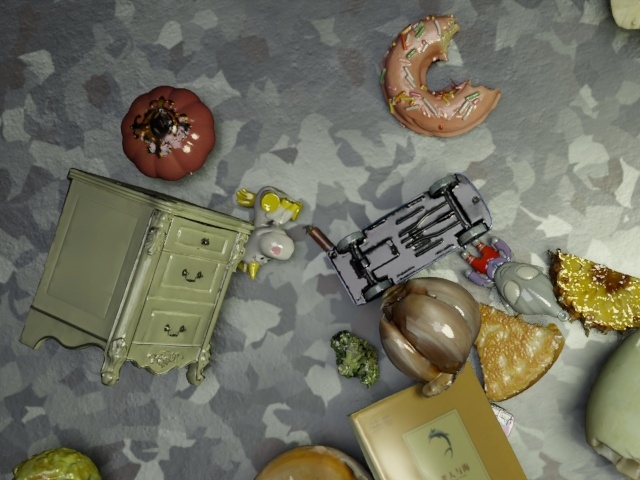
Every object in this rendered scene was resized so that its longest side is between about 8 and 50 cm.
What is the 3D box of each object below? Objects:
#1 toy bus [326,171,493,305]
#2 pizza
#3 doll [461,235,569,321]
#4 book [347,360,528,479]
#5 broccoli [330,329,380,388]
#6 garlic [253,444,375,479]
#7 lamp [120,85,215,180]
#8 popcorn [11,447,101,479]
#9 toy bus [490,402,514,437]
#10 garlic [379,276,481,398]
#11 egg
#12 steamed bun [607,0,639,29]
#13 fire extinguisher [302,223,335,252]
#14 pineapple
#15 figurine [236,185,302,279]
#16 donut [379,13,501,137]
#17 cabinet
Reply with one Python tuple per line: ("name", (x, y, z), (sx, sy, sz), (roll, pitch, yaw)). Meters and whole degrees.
("toy bus", (0.167, 0.001, 1.816), (0.292, 0.133, 0.125), (-31, 79, 5))
("pizza", (0.332, 0.180, 1.827), (0.188, 0.062, 0.199), (-41, 75, 15))
("doll", (0.356, 0.077, 1.809), (0.227, 0.075, 0.102), (41, 91, 28))
("book", (0.238, 0.427, 1.726), (0.269, 0.032, 0.388), (-18, 76, -27))
("broccoli", (0.061, 0.217, 1.832), (0.095, 0.092, 0.097), (4, 102, 25))
("garlic", (-0.011, 0.527, 1.756), (0.313, 0.249, 0.286), (-34, 104, 7))
("lamp", (-0.287, -0.202, 1.866), (0.182, 0.140, 0.182), (-1, 85, 9))
("popcorn", (-0.496, 0.482, 1.825), (0.212, 0.198, 0.198), (-32, 83, 36))
("toy bus", (0.291, 0.314, 1.832), (0.131, 0.037, 0.052), (25, 84, 7))
("garlic", (0.205, 0.140, 1.740), (0.160, 0.214, 0.191), (-24, 105, 40))
("egg", (0.617, 0.264, 1.687), (0.278, 0.278, 0.336), (35, 86, 6))
("steamed bun", (0.690, -0.478, 1.740), (0.347, 0.394, 0.237), (5, 56, 42))
("fire extinguisher", (0.000, 0.000, 1.886), (0.083, 0.022, 0.028), (46, 121, 6))
("pineapple", (0.502, 0.111, 1.806), (0.233, 0.079, 0.135), (22, 90, 6))
("figurine", (-0.103, -0.014, 1.870), (0.130, 0.109, 0.178), (4, 87, 31))
("donut", (0.210, -0.302, 1.857), (0.199, 0.085, 0.233), (-32, 83, 3))
("cabinet", (-0.314, 0.073, 1.750), (0.228, 0.290, 0.318), (18, 90, 26))
